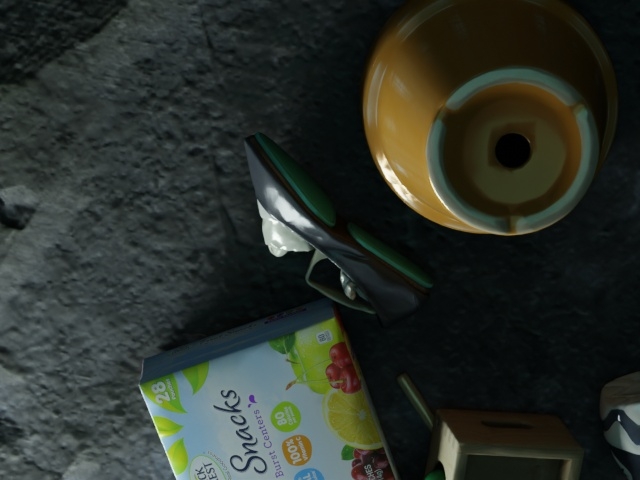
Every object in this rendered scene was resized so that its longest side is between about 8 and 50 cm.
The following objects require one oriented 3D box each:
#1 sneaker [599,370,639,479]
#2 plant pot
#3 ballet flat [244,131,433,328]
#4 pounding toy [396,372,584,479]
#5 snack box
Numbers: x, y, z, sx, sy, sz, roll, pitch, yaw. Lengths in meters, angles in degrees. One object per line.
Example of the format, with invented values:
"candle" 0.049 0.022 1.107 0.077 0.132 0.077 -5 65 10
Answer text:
"sneaker" 0.361 0.175 1.598 0.235 0.094 0.153 -14 108 3
"plant pot" 0.135 -0.090 1.465 0.205 0.188 0.205 0 107 -1
"ballet flat" 0.000 0.000 1.553 0.203 0.074 0.074 40 102 -14
"pounding toy" 0.133 0.192 1.608 0.141 0.100 0.130 5 107 -14
"snack box" -0.035 0.172 1.601 0.174 0.070 0.207 -18 105 4
